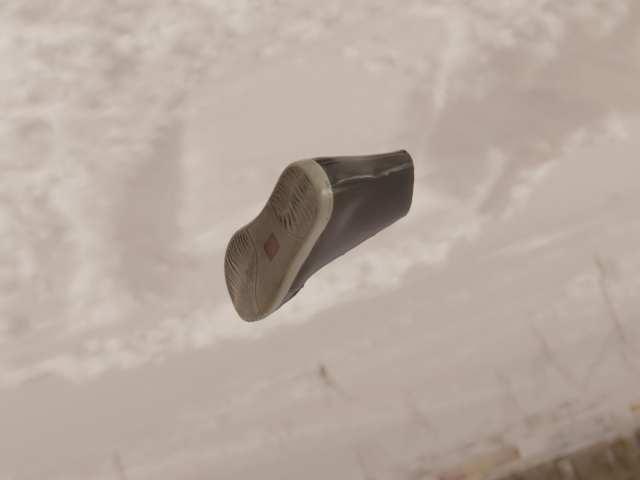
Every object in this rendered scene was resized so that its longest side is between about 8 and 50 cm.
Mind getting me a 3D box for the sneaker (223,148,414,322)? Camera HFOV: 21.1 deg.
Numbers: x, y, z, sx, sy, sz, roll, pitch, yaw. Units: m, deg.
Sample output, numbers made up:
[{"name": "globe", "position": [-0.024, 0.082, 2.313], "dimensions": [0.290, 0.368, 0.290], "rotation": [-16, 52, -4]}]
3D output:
[{"name": "sneaker", "position": [0.000, 0.000, 1.528], "dimensions": [0.118, 0.083, 0.222], "rotation": [-11, 157, -32]}]
